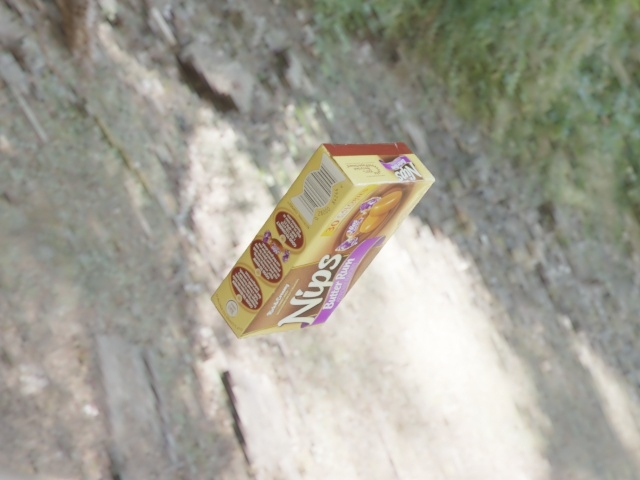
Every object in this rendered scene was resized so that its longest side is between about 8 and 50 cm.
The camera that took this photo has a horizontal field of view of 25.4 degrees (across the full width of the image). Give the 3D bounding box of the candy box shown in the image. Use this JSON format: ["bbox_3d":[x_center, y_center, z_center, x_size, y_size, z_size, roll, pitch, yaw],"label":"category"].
[{"bbox_3d":[0.000,0.000,1.187,0.109,0.187,0.053,-5,49,-49],"label":"candy box"}]
